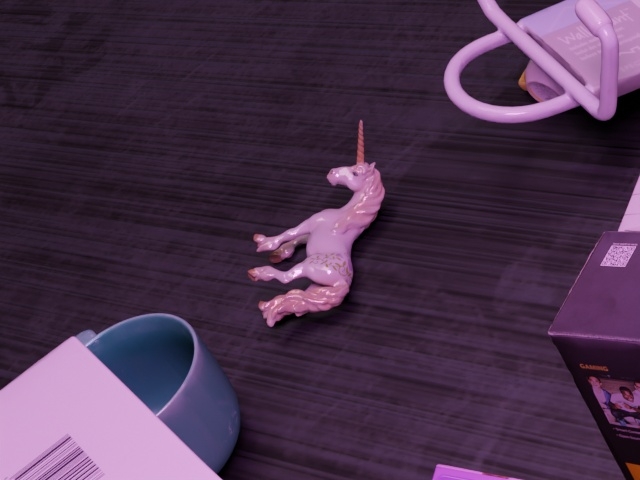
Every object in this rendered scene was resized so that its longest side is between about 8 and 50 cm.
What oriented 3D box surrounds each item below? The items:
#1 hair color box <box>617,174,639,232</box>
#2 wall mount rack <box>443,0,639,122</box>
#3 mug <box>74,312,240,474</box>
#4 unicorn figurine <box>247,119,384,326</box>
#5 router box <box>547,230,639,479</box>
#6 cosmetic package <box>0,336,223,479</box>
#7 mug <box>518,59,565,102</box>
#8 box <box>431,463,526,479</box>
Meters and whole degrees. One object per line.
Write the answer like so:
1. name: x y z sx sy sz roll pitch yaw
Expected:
1. hair color box: 0.276 -0.037 1.327 0.093 0.053 0.167 -3 42 34
2. wall mount rack: 0.228 -0.235 1.459 0.350 0.130 0.304 -23 44 -16
3. mug: -0.124 0.124 1.387 0.129 0.097 0.158 -20 35 16
4. unicorn figurine: 0.000 0.000 1.494 0.111 0.060 0.162 -18 53 18
5. router box: 0.300 0.112 0.958 0.309 0.243 0.081 4 48 39
6. cosmetic package: -0.106 0.214 1.151 0.138 0.225 0.224 -37 35 -13
7. mug: 0.196 -0.138 1.522 0.062 0.078 0.064 30 71 11
8. box: 0.217 0.192 0.952 0.293 0.201 0.057 6 69 40
